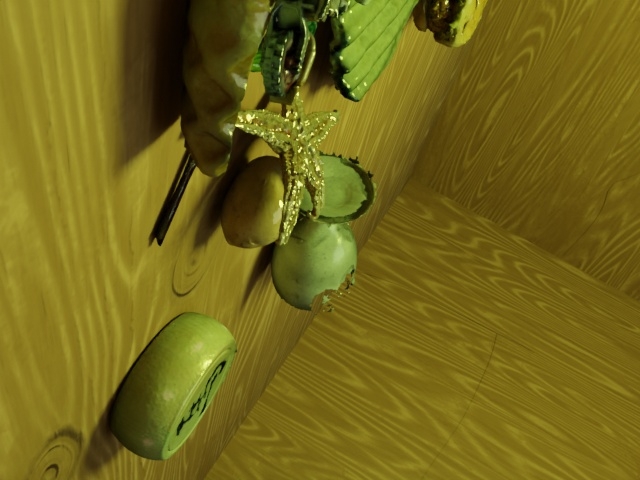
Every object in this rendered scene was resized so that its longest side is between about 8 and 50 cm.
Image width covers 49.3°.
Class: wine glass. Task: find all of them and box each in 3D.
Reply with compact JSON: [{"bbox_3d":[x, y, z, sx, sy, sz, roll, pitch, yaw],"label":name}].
[{"bbox_3d":[-0.003,-0.005,1.439,0.190,0.191,0.357,-54,164,-36],"label":"wine glass"}]

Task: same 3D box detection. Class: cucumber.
[{"bbox_3d":[-0.047,-0.246,0.877,0.168,0.039,0.039,-48,166,-40],"label":"cucumber"}]

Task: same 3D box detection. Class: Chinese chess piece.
[{"bbox_3d":[-0.239,0.241,1.160,0.250,0.101,0.250,-59,172,-14],"label":"Chinese chess piece"}]

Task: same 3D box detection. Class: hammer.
[{"bbox_3d":[-0.168,-0.068,0.839,0.178,0.021,0.065,-61,171,20],"label":"hammer"}]

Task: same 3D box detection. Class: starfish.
[{"bbox_3d":[-0.038,-0.113,0.971,0.295,0.048,0.231,-18,105,-64],"label":"starfish"}]

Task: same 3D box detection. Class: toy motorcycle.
[{"bbox_3d":[-0.018,-0.257,0.771,0.130,0.094,0.229,70,32,-79],"label":"toy motorcycle"}]

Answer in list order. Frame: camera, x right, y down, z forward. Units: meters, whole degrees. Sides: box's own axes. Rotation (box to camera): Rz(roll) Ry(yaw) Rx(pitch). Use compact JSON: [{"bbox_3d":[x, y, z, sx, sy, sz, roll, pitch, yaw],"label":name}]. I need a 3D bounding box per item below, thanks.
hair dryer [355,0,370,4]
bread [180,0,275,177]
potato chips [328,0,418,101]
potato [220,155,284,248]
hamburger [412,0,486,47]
[{"bbox_3d":[0.079,-0.397,0.714,0.206,0.075,0.237,137,-44,-58],"label":"hair dryer"},{"bbox_3d":[-0.093,-0.180,0.668,0.232,0.088,0.128,117,-15,-47],"label":"bread"},{"bbox_3d":[0.104,-0.400,1.144,0.429,0.070,0.358,-56,166,-40],"label":"potato chips"},{"bbox_3d":[-0.090,-0.055,1.032,0.112,0.112,0.147,21,90,-81],"label":"potato"},{"bbox_3d":[0.282,-0.527,1.405,0.283,0.145,0.259,-58,172,-41],"label":"hamburger"}]
